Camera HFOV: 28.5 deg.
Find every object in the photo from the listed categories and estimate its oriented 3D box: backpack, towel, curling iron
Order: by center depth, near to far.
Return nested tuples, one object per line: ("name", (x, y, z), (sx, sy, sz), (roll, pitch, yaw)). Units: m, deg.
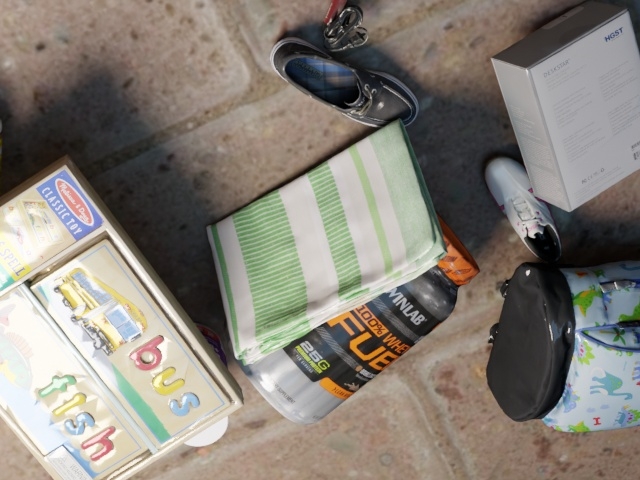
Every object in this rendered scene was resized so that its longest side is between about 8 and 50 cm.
("curling iron", (0.068, -0.375, 1.657), (0.068, 0.035, 0.274), (27, 108, 17))
("towel", (0.000, 0.000, 1.706), (0.325, 0.248, 0.038), (-29, 142, 17))
("backpack", (0.466, 0.155, 1.892), (0.355, 0.273, 0.290), (-13, 138, -22))

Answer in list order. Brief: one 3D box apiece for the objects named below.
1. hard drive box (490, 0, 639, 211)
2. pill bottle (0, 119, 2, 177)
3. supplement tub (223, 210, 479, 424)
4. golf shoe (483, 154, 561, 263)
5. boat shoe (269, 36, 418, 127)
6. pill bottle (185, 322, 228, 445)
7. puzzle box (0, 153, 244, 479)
("hard drive box", (0.362, -0.188, 1.754), (0.181, 0.089, 0.232), (-31, 120, -15))
("pill bottle", (-0.482, -0.066, 1.659), (0.117, 0.117, 0.215), (3, 115, -12))
("supplement tub", (0.046, 0.087, 1.789), (0.338, 0.207, 0.207), (-40, 116, 10))
("golf shoe", (0.304, -0.046, 1.842), (0.067, 0.086, 0.186), (-34, 116, 9))
("boat shoe", (0.038, -0.207, 1.715), (0.228, 0.076, 0.080), (27, 108, -21))
("pill bottle", (-0.183, 0.208, 1.811), (0.108, 0.193, 0.108), (-5, 117, -9))
("puzzle box", (-0.317, 0.126, 1.623), (0.272, 0.052, 0.409), (-33, 111, 3))
